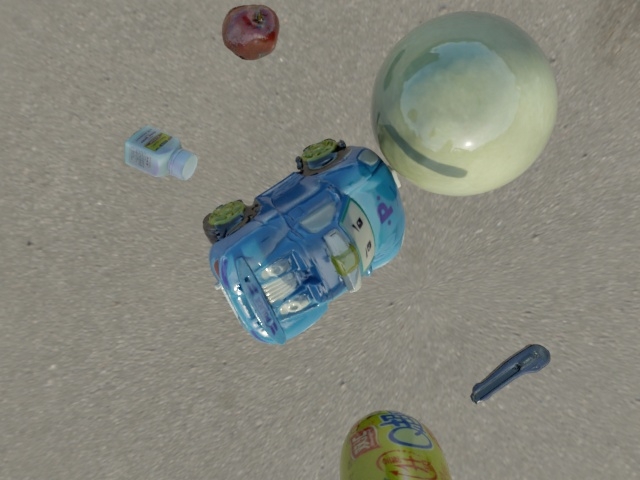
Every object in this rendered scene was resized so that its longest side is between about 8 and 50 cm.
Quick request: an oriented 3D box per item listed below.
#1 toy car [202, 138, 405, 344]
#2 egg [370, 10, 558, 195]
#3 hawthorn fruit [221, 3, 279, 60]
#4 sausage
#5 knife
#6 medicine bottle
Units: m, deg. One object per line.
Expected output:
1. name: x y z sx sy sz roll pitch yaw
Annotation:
1. toy car: 0.000 0.000 1.237 0.314 0.166 0.198 -35 120 -20
2. egg: 0.202 -0.190 1.293 0.259 0.352 0.258 2 98 17
3. hawthorn fruit: -0.099 -0.310 1.348 0.093 0.093 0.093 0 87 6
4. sausage: 0.087 0.298 0.959 0.123 0.347 0.123 -2 120 -4
5. knife: 0.214 0.152 1.047 0.121 0.018 0.031 -29 94 -24
6. medicine bottle: -0.283 -0.152 1.649 0.118 0.074 0.055 25 131 15
